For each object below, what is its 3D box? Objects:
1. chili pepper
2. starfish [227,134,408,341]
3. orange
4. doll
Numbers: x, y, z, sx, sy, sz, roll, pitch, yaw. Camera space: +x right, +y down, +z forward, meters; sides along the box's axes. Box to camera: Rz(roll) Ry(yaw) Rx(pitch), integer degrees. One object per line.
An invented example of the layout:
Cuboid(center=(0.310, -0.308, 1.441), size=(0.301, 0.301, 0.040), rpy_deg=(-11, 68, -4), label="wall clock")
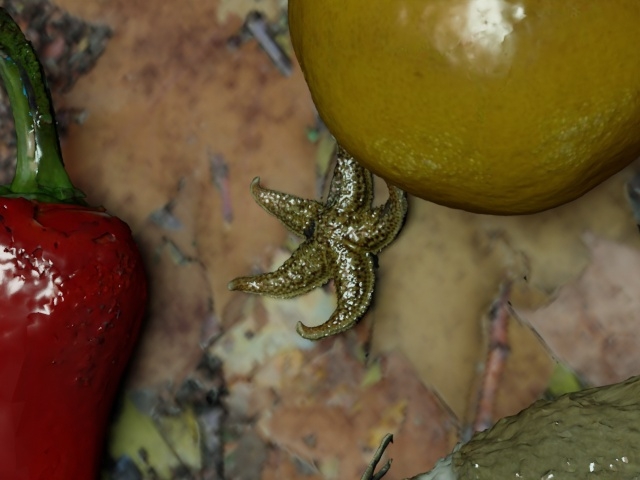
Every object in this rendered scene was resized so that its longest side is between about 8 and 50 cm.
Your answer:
Cuboid(center=(-0.137, 0.092, 0.766), size=(0.110, 0.110, 0.388), rpy_deg=(12, 99, 24), label="chili pepper")
Cuboid(center=(0.000, 0.000, 0.745), size=(0.091, 0.028, 0.078), rpy_deg=(-34, 69, 22), label="starfish")
Cuboid(center=(0.067, -0.080, 0.658), size=(0.159, 0.159, 0.136), rpy_deg=(2, 133, 24), label="orange")
Cuboid(center=(0.107, 0.108, 0.651), size=(0.221, 0.105, 0.115), rpy_deg=(-15, 75, 25), label="doll")
